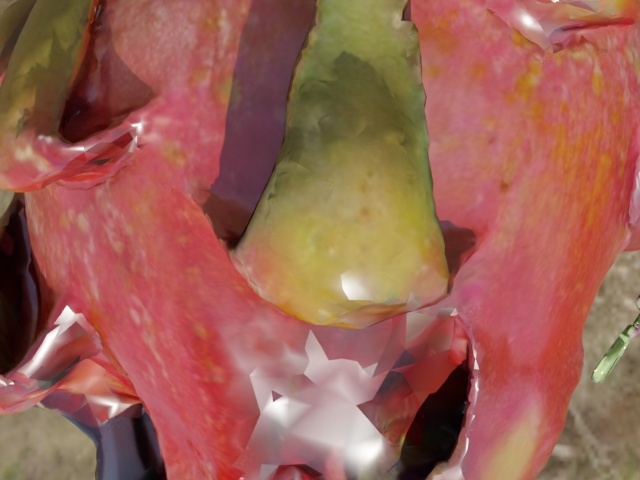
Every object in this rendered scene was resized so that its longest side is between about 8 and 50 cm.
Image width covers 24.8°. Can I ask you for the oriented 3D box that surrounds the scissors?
[{"bbox_3d":[0.290,0.049,1.272,0.020,0.187,0.133,34,114,15],"label":"scissors"}]

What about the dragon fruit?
[{"bbox_3d":[0.000,-0.011,0.468,0.228,0.243,0.307,14,124,-12],"label":"dragon fruit"}]
